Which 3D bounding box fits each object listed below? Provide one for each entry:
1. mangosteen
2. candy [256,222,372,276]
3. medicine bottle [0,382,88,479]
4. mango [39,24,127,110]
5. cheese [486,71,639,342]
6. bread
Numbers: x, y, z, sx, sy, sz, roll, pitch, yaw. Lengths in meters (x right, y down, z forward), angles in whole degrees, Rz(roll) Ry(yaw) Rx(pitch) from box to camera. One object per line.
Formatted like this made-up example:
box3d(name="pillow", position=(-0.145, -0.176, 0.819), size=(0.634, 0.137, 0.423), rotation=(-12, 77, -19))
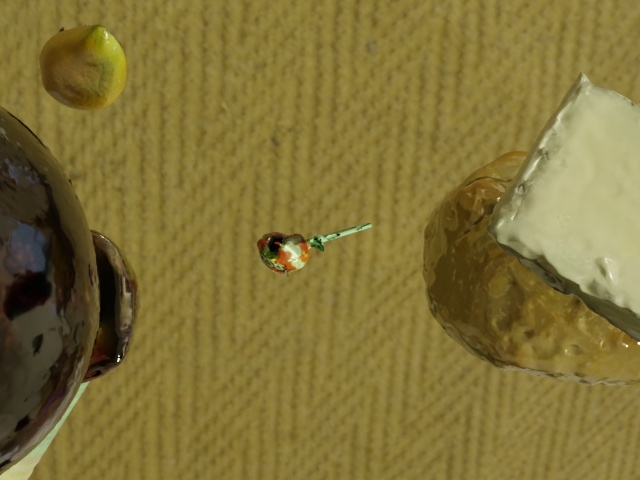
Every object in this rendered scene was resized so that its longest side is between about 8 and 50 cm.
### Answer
box3d(name="mangosteen", position=(-0.348, 0.060, 1.014), size=(0.382, 0.382, 0.435), rotation=(-40, 150, 2))
box3d(name="candy", position=(0.000, 0.000, 1.358), size=(0.185, 0.055, 0.049), rotation=(-16, 137, -50))
box3d(name="medicine bottle", position=(-0.495, 0.257, 1.685), size=(0.236, 0.236, 0.406), rotation=(31, 93, -31))
box3d(name="mango", position=(-0.270, -0.198, 1.407), size=(0.101, 0.187, 0.066), rotation=(44, 63, -15))
box3d(name="cheese", position=(0.245, 0.074, 0.439), size=(0.400, 0.034, 0.085), rotation=(33, 65, 6))
box3d(name="bread", position=(0.183, 0.007, 0.896), size=(0.244, 0.244, 0.134), rotation=(-7, 112, -18))
